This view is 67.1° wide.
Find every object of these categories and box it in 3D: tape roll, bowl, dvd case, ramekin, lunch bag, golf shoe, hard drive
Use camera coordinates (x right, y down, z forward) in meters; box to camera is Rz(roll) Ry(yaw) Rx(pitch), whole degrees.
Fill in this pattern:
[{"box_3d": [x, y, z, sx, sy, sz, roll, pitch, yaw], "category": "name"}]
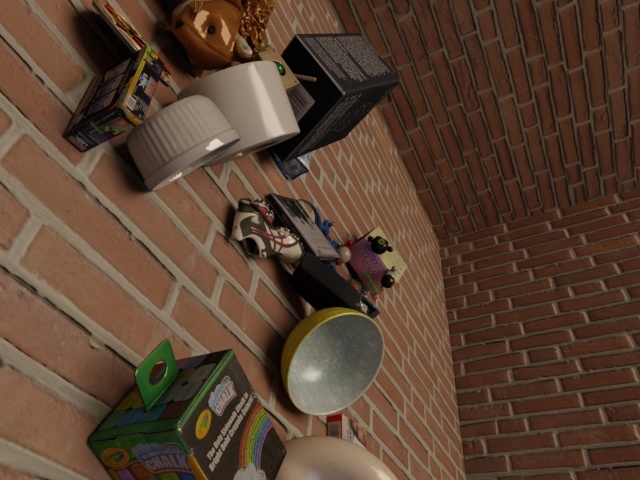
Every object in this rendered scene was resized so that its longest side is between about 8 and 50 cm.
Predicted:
[{"box_3d": [-0.188, -0.290, 1.129, 0.169, 0.246, 0.246, 71, 22, -8], "category": "tape roll"}, {"box_3d": [0.007, 0.286, 1.258, 0.156, 0.289, 0.289, 33, -21, 54], "category": "bowl"}, {"box_3d": [-0.049, -0.037, 1.440, 0.238, 0.030, 0.179, 54, 17, 17], "category": "dvd case"}, {"box_3d": [-0.270, -0.192, 0.934, 0.109, 0.207, 0.207, 59, 25, -11], "category": "ramekin"}, {"box_3d": [-0.099, -0.296, 1.552, 0.151, 0.096, 0.128, 44, 35, -31], "category": "lunch bag"}, {"box_3d": [-0.143, 0.003, 1.261, 0.273, 0.105, 0.120, 48, 56, -46], "category": "golf shoe"}, {"box_3d": [0.029, 0.155, 1.340, 0.255, 0.172, 0.054, 39, 58, 2], "category": "hard drive"}]

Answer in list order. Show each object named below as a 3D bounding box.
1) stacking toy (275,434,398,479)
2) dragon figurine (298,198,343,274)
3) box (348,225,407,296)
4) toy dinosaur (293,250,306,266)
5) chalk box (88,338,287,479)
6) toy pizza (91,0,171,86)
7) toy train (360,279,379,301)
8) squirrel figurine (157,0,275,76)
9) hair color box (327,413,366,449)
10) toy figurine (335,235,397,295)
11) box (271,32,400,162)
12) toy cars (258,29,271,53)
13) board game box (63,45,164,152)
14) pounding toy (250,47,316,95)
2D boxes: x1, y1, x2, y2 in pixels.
[{"box_3d": [0.014, 0.547, 1.061, 0.480, 0.351, 0.350, 42, 34, -83], "category": "stacking toy"}, {"box_3d": [0.000, 0.000, 1.576, 0.289, 0.085, 0.144, 69, 22, -14], "category": "dragon figurine"}, {"box_3d": [0.223, 0.078, 1.933, 0.213, 0.117, 0.243, 55, 22, 1], "category": "box"}, {"box_3d": [-0.060, 0.062, 1.449, 0.211, 0.064, 0.112, 53, 41, -19], "category": "toy dinosaur"}, {"box_3d": [-0.211, 0.297, 0.758, 0.288, 0.179, 0.180, 66, 24, -16], "category": "chalk box"}, {"box_3d": [-0.359, -0.388, 0.945, 0.201, 0.032, 0.201, 49, 0, 0], "category": "toy pizza"}, {"box_3d": [0.215, 0.199, 1.994, 0.166, 0.046, 0.125, -5, 79, -68], "category": "toy train"}, {"box_3d": [-0.235, -0.594, 1.213, 0.397, 0.281, 0.370, 9, 73, -63], "category": "squirrel figurine"}, {"box_3d": [0.078, 0.575, 1.403, 0.167, 0.054, 0.093, 50, 31, -46], "category": "hair color box"}, {"box_3d": [0.166, 0.093, 1.736, 0.148, 0.213, 0.209, -34, 111, -79], "category": "toy figurine"}, {"box_3d": [0.011, -0.444, 1.466, 0.212, 0.293, 0.395, 51, 37, 3], "category": "box"}, {"box_3d": [-0.156, -0.571, 1.606, 0.393, 0.087, 0.176, 54, 30, -40], "category": "toy cars"}, {"box_3d": [-0.355, -0.247, 0.840, 0.048, 0.141, 0.170, 48, 34, -43], "category": "board game box"}, {"box_3d": [-0.113, -0.416, 1.248, 0.130, 0.141, 0.100, 54, 45, -5], "category": "pounding toy"}]
